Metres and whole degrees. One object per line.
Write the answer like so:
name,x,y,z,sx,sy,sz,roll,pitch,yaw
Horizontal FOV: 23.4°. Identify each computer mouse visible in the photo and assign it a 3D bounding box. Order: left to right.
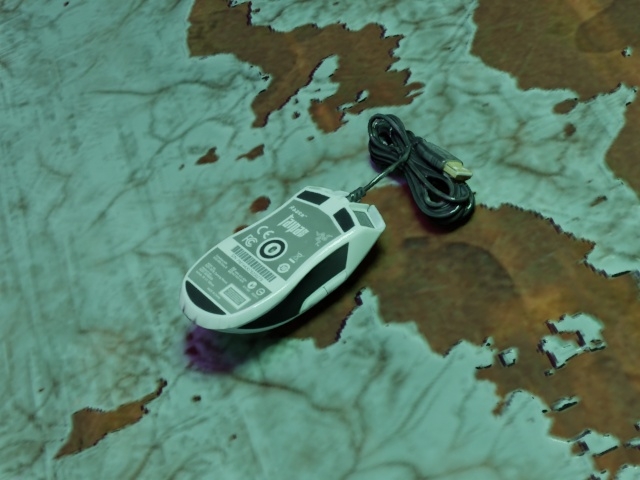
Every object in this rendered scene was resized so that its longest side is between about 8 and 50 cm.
computer mouse,0.000,0.000,0.934,0.193,0.042,0.106,-35,45,-16
